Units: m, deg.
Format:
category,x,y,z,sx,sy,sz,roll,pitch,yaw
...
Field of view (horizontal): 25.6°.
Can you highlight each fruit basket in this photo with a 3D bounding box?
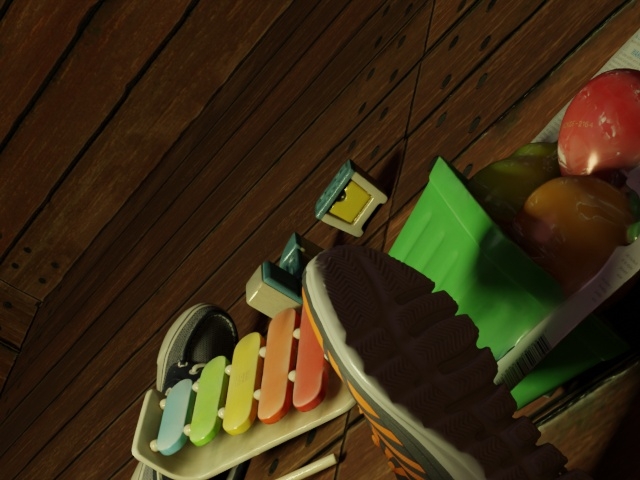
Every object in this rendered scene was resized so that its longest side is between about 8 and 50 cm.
category,x,y,z,sx,sy,sz,roll,pitch,yaw
fruit basket,0.229,-0.034,1.171,0.353,0.165,0.327,-41,20,6

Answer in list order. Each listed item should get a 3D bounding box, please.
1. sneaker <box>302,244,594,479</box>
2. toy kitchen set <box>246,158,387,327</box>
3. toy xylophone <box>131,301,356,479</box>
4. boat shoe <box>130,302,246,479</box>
category,x,y,z,sx,sy,sz,roll,pitch,yaw
sneaker,0.067,0.166,1.019,0.124,0.321,0.180,-18,-26,-41
toy kitchen set,0.000,0.000,1.749,0.166,0.122,0.207,-54,18,18
toy xylophone,-0.069,0.188,1.591,0.322,0.081,0.236,-33,28,16
boat shoe,-0.140,0.214,1.827,0.158,0.127,0.341,-31,40,46
